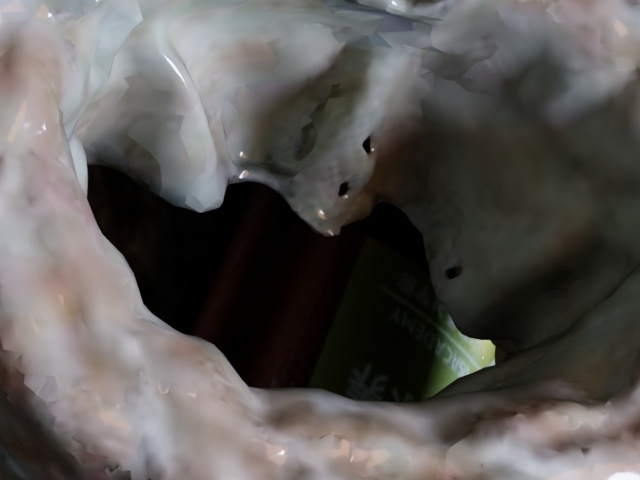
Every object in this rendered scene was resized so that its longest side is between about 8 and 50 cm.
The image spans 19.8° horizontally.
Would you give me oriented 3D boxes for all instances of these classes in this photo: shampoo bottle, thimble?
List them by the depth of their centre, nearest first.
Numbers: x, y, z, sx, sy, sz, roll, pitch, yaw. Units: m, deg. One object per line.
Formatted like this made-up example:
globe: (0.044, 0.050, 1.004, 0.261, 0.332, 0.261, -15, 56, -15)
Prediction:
thimble: (-0.005, 0.003, 0.469, 0.229, 0.148, 0.196, 25, 65, -11)
shampoo bottle: (-0.027, 0.123, 0.553, 0.129, 0.084, 0.323, 43, 57, -35)
